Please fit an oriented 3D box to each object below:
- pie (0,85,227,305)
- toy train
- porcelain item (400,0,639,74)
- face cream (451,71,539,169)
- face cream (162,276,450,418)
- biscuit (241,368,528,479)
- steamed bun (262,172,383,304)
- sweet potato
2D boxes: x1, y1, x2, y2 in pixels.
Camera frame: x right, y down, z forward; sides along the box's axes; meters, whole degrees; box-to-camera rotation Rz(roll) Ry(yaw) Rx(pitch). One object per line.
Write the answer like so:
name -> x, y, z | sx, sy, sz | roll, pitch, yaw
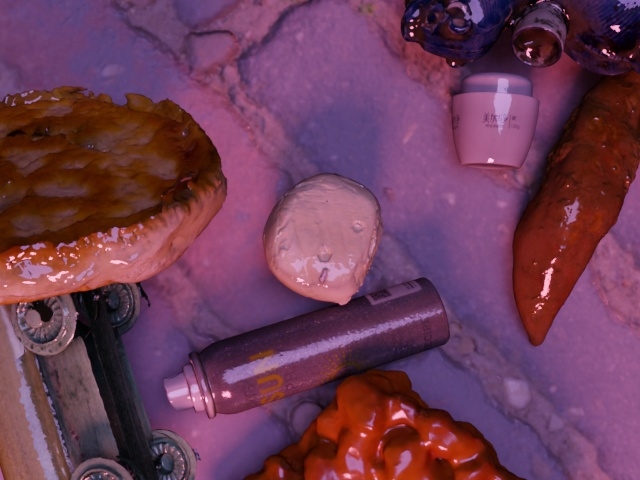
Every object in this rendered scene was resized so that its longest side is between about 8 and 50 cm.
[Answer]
pie -> -0.233, -0.043, 0.776 | 0.315, 0.315, 0.092 | -7, 122, -11
toy train -> -0.234, 0.149, 0.808 | 0.190, 0.126, 0.307 | -20, 86, 12
porcelain item -> 0.229, -0.247, 0.927 | 0.288, 0.138, 0.186 | 19, 64, 4
face cream -> 0.182, -0.124, 0.954 | 0.091, 0.091, 0.095 | 5, 89, -10
face cream -> -0.013, 0.109, 0.896 | 0.284, 0.073, 0.073 | -16, 86, -12
biscuit -> 0.060, 0.310, 0.855 | 0.312, 0.110, 0.318 | -42, 91, -3
steamed bun -> 0.000, 0.000, 0.903 | 0.113, 0.091, 0.129 | 16, 67, 0
sweet potato -> 0.280, -0.063, 0.960 | 0.095, 0.106, 0.354 | 18, 79, 34
